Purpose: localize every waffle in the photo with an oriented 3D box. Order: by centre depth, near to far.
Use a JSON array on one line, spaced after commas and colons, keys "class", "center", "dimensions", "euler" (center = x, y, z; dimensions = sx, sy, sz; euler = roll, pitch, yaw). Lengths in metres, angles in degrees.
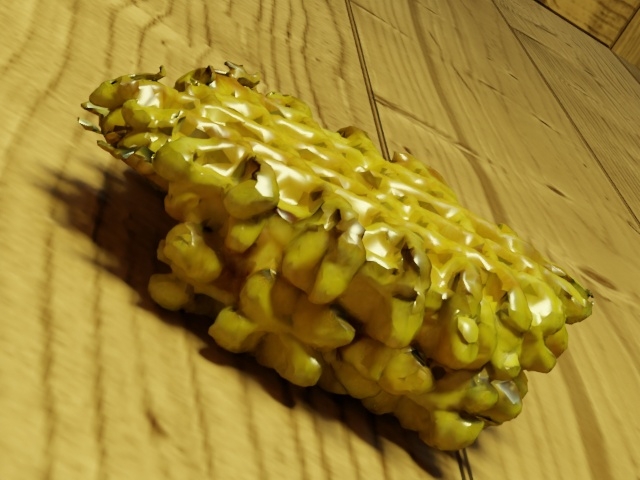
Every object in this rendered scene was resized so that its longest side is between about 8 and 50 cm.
[{"class": "waffle", "center": [0.000, 0.000, 0.697], "dimensions": [0.197, 0.070, 0.193], "euler": [33, 14, 10]}]
